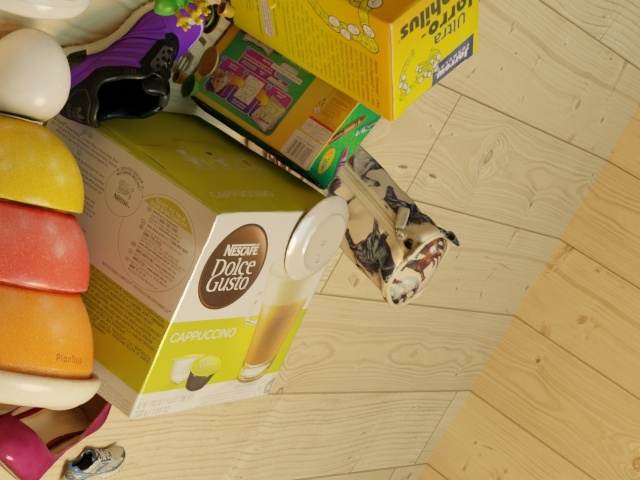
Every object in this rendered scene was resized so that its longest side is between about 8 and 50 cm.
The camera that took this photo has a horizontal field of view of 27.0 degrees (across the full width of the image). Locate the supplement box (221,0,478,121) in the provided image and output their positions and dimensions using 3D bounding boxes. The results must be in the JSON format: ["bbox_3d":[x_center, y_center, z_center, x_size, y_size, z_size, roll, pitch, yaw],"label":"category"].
[{"bbox_3d":[0.036,-0.370,1.952,0.194,0.356,0.195,-42,149,-25],"label":"supplement box"}]

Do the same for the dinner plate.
[{"bbox_3d":[0.000,0.000,1.947,0.141,0.017,0.141,-39,148,-31],"label":"dinner plate"}]

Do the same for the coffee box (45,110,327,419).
[{"bbox_3d":[-0.227,0.019,1.981,0.337,0.338,0.334,-2,121,-57],"label":"coffee box"}]

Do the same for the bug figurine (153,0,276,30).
[{"bbox_3d":[-0.163,-0.417,1.791,0.216,0.279,0.072,-32,-171,-7],"label":"bug figurine"}]

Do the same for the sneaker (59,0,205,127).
[{"bbox_3d":[-0.249,-0.236,1.876,0.293,0.146,0.102,-36,146,-33],"label":"sneaker"}]

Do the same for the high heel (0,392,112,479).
[{"bbox_3d":[-0.422,0.276,2.111,0.181,0.127,0.377,-45,179,-3],"label":"high heel"}]

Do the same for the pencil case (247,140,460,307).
[{"bbox_3d":[0.045,-0.085,2.250,0.160,0.410,0.183,-34,158,-22],"label":"pencil case"}]

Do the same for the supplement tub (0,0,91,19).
[{"bbox_3d":[-0.323,-0.410,1.531,0.191,0.191,0.272,-11,129,-53],"label":"supplement tub"}]

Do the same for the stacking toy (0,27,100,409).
[{"bbox_3d":[-0.414,-0.038,1.739,0.350,0.350,0.480,18,84,-61],"label":"stacking toy"}]

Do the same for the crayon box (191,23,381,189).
[{"bbox_3d":[-0.056,-0.221,2.052,0.165,0.278,0.081,-52,152,-5],"label":"crayon box"}]

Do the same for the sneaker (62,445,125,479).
[{"bbox_3d":[-0.406,0.401,2.421,0.135,0.052,0.058,-26,136,-43],"label":"sneaker"}]

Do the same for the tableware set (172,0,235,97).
[{"bbox_3d":[-0.176,-0.291,1.984,0.024,0.104,0.154,19,113,-38],"label":"tableware set"}]
